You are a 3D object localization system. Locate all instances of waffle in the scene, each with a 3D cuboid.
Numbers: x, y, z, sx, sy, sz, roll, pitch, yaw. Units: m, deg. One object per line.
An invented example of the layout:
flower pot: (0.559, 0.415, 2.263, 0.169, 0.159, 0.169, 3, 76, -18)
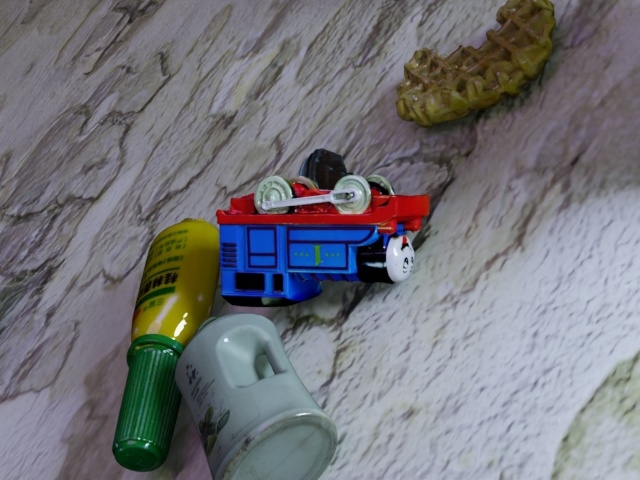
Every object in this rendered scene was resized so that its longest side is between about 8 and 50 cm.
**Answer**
waffle: (0.168, -0.193, 1.110, 0.194, 0.051, 0.149, -21, 39, 37)

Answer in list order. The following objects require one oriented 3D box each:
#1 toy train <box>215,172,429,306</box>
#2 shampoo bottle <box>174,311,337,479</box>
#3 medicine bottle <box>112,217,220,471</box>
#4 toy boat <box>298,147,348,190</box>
toy train: (0.000, 0.000, 1.015, 0.204, 0.082, 0.131, 0, 92, 29)
shampoo bottle: (-0.073, 0.140, 0.963, 0.118, 0.087, 0.234, -44, 34, 5)
medicine bottle: (-0.166, 0.107, 1.107, 0.111, 0.076, 0.309, -36, 34, 34)
toy boat: (-0.001, -0.040, 1.118, 0.066, 0.059, 0.140, -57, 22, 36)
